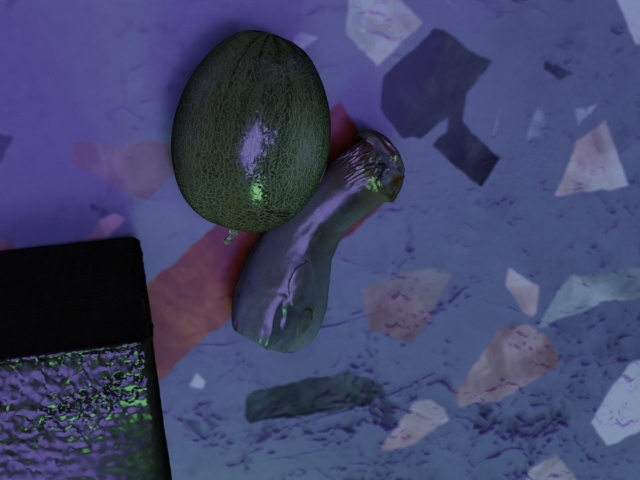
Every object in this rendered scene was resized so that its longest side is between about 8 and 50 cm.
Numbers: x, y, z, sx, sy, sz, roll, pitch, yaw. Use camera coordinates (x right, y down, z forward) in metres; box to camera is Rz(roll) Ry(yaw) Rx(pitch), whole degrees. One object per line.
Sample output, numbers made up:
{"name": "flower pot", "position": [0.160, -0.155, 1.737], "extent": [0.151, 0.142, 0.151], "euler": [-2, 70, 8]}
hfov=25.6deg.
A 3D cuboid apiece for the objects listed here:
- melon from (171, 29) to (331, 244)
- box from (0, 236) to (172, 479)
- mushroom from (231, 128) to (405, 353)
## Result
{"name": "melon", "position": [-0.061, -0.086, 1.231], "extent": [0.139, 0.139, 0.192], "euler": [10, 101, -13]}
{"name": "box", "position": [-0.228, 0.108, 1.176], "extent": [0.184, 0.273, 0.143], "euler": [-6, 107, -8]}
{"name": "mushroom", "position": [-0.003, -0.003, 1.293], "extent": [0.092, 0.081, 0.223], "euler": [31, 94, 3]}
